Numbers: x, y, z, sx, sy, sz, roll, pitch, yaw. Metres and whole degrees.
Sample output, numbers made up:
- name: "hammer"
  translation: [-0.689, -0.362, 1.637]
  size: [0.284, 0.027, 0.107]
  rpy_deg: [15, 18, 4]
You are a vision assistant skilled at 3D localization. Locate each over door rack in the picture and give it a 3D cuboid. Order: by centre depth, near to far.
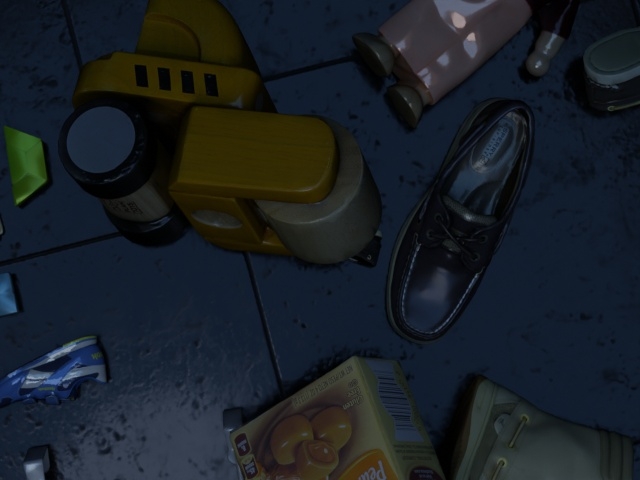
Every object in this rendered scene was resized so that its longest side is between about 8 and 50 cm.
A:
- name: "over door rack"
  translation: [-0.174, 0.357, 1.711]
  size: [0.239, 0.108, 0.324]
  rpy_deg: [-9, 87, -3]

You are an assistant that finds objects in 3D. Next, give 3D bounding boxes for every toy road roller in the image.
- name: "toy road roller"
  translation: [-0.093, -0.124, 1.675]
  size: [0.329, 0.202, 0.241]
  rpy_deg: [9, 73, 13]

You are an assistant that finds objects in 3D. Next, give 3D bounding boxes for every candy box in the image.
- name: "candy box"
  translation: [0.044, 0.295, 1.619]
  size: [0.183, 0.087, 0.316]
  rpy_deg: [-35, 63, 29]

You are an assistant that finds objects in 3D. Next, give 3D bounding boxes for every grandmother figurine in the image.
- name: "grandmother figurine"
  translation: [0.200, -0.280, 1.763]
  size: [0.342, 0.104, 0.208]
  rpy_deg: [-36, 116, -6]

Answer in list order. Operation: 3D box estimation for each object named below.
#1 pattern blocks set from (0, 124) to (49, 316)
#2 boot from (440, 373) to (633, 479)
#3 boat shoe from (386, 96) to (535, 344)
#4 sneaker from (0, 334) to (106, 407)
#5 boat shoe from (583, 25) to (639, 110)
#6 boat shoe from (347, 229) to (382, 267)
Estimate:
- name: "pattern blocks set"
  translation: [-0.436, -0.064, 1.761]
  size: [0.285, 0.026, 0.325]
  rpy_deg: [-2, 87, -2]
- name: "boot"
  translation: [0.217, 0.287, 1.704]
  size: [0.203, 0.095, 0.262]
  rpy_deg: [21, 57, -4]
- name: "boat shoe"
  translation: [0.151, -0.025, 1.746]
  size: [0.103, 0.092, 0.285]
  rpy_deg: [27, 86, 0]
- name: "sneaker"
  translation: [-0.294, 0.153, 1.744]
  size: [0.144, 0.053, 0.059]
  rpy_deg: [-26, 91, -2]
- name: "boat shoe"
  translation: [0.392, -0.205, 1.778]
  size: [0.227, 0.069, 0.081]
  rpy_deg: [-18, 48, -7]
- name: "boat shoe"
  translation: [0.000, 0.000, 1.762]
  size: [0.133, 0.049, 0.042]
  rpy_deg: [11, 79, -6]
